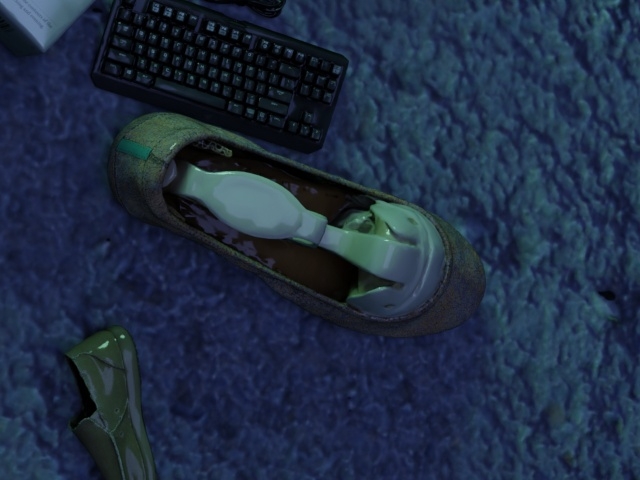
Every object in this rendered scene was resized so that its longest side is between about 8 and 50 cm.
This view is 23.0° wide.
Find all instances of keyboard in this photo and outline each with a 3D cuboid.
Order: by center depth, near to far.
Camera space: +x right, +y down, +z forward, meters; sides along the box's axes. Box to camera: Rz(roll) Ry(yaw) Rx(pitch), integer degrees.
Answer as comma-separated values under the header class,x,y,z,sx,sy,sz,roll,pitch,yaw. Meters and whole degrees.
class,x,y,z,sx,sy,sz,roll,pitch,yaw
keyboard,-0.065,-0.136,1.119,0.180,0.023,0.108,16,88,-24

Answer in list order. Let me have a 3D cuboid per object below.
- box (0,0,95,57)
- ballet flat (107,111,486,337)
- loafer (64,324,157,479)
class,x,y,z,sx,sy,sz,roll,pitch,yaw
box,-0.195,-0.184,1.018,0.101,0.102,0.087,45,79,-19
ballet flat,0.000,0.000,1.111,0.316,0.106,0.108,19,87,-23
loafer,-0.148,0.134,1.090,0.050,0.056,0.148,-8,87,-21
